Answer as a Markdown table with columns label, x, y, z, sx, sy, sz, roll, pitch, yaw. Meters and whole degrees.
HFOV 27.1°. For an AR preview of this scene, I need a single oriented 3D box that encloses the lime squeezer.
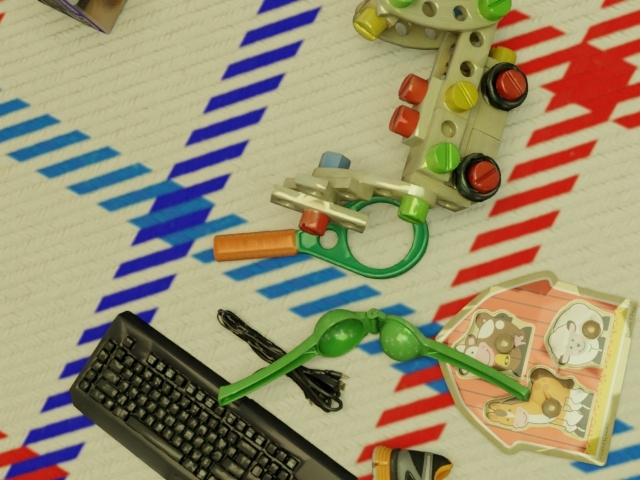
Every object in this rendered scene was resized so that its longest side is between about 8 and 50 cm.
| label | x | y | z | sx | sy | sz | roll | pitch | yaw |
| --- | --- | --- | --- | --- | --- | --- | --- | --- | --- |
| lime squeezer | 0.054 | 0.113 | 1.351 | 0.310 | 0.110 | 0.058 | -1 | 122 | 7 |

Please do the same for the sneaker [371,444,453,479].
| label | x | y | z | sx | sy | sz | roll | pitch | yaw |
| --- | --- | --- | --- | --- | --- | --- | --- | --- | --- |
| sneaker | 0.097 | 0.304 | 1.310 | 0.083 | 0.084 | 0.214 | -3 | 67 | 0 |

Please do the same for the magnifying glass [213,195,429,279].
| label | x | y | z | sx | sy | sz | roll | pitch | yaw |
| --- | --- | --- | --- | --- | --- | --- | --- | --- | --- |
| magnifying glass | 0.000 | 0.000 | 1.414 | 0.231 | 0.026 | 0.092 | -4 | 81 | 9 |

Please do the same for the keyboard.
| label | x | y | z | sx | sy | sz | roll | pitch | yaw |
| --- | --- | --- | --- | --- | --- | --- | --- | --- | --- |
| keyboard | -0.098 | 0.178 | 1.405 | 0.317 | 0.033 | 0.201 | 34 | 90 | 13 |

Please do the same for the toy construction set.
| label | x | y | z | sx | sy | sz | roll | pitch | yaw |
| --- | --- | --- | --- | --- | --- | --- | --- | --- | --- |
| toy construction set | 0.086 | -0.143 | 1.338 | 0.215 | 0.151 | 0.327 | 23 | 90 | -17 |

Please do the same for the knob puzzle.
| label | x | y | z | sx | sy | sz | roll | pitch | yaw |
| --- | --- | --- | --- | --- | --- | --- | --- | --- | --- |
| knob puzzle | 0.210 | 0.123 | 1.351 | 0.213 | 0.030 | 0.213 | -1 | 82 | 11 |

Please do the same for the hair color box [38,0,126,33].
| label | x | y | z | sx | sy | sz | roll | pitch | yaw |
| --- | --- | --- | --- | --- | --- | --- | --- | --- | --- |
| hair color box | -0.220 | -0.411 | 1.429 | 0.110 | 0.185 | 0.338 | 29 | 89 | 12 |
